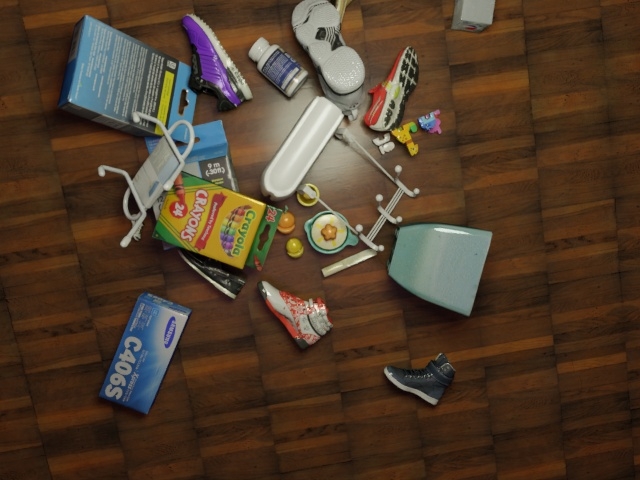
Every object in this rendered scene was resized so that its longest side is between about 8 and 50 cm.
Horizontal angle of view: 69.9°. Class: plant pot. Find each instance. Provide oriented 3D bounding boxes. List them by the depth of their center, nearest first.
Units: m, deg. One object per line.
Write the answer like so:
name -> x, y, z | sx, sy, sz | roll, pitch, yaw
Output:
plant pot -> 0.339, 0.055, 1.392 | 0.252, 0.247, 0.248 | 15, 96, 6

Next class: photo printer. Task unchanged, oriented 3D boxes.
photo printer -> -0.065, -0.249, 1.313 | 0.107, 0.256, 0.308 | 34, 94, -9

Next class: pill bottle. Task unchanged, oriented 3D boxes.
pill bottle -> -0.127, -0.517, 1.357 | 0.169, 0.094, 0.094 | 40, 93, -7

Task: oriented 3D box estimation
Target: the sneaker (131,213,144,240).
sneaker -> -0.566, -0.041, 1.424 | 0.036, 0.032, 0.083 | -5, 98, -2

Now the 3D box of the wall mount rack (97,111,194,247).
wall mount rack -> -0.460, -0.158, 1.204 | 0.350, 0.130, 0.304 | -46, 61, 22

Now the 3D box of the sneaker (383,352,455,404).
sneaker -> 0.333, 0.424, 1.497 | 0.226, 0.086, 0.163 | 28, 106, -16

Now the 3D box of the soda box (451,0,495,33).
soda box -> 0.467, -0.781, 1.359 | 0.098, 0.091, 0.286 | 6, 97, -5

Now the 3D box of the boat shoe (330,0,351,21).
boat shoe -> 0.073, -0.731, 1.361 | 0.072, 0.068, 0.190 | 5, 99, -20

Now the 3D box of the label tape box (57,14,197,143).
label tape box -> -0.528, -0.430, 1.294 | 0.333, 0.105, 0.241 | 15, 79, -44

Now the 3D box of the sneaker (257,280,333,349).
sneaker -> -0.073, 0.204, 1.455 | 0.145, 0.090, 0.270 | -36, 101, 1

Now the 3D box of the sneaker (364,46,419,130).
sneaker -> 0.207, -0.463, 1.382 | 0.107, 0.118, 0.279 | 34, 76, -48

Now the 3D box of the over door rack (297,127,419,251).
over door rack -> 0.124, -0.149, 1.370 | 0.324, 0.108, 0.240 | 37, 78, -14

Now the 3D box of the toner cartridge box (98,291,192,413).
toner cartridge box -> -0.553, 0.356, 1.453 | 0.165, 0.075, 0.348 | 22, 95, -7

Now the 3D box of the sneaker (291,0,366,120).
sneaker -> 0.027, -0.524, 1.345 | 0.137, 0.210, 0.366 | -24, 67, 0

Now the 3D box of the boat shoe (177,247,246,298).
boat shoe -> -0.341, 0.086, 1.433 | 0.233, 0.084, 0.079 | 38, 83, -9

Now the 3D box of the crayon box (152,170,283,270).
crayon box -> -0.287, -0.052, 1.303 | 0.318, 0.081, 0.202 | 20, 95, -6

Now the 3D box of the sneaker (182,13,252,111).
sneaker -> -0.338, -0.509, 1.338 | 0.146, 0.102, 0.293 | -35, 97, -3

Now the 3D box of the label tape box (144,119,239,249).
label tape box -> -0.382, -0.169, 1.379 | 0.249, 0.115, 0.348 | -12, 99, -2

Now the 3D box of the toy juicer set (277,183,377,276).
toy juicer set -> 0.000, 0.000, 1.432 | 0.209, 0.089, 0.329 | -44, 98, 2

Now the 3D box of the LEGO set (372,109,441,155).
LEGO set -> 0.286, -0.316, 1.410 | 0.227, 0.087, 0.093 | -25, 98, 1
